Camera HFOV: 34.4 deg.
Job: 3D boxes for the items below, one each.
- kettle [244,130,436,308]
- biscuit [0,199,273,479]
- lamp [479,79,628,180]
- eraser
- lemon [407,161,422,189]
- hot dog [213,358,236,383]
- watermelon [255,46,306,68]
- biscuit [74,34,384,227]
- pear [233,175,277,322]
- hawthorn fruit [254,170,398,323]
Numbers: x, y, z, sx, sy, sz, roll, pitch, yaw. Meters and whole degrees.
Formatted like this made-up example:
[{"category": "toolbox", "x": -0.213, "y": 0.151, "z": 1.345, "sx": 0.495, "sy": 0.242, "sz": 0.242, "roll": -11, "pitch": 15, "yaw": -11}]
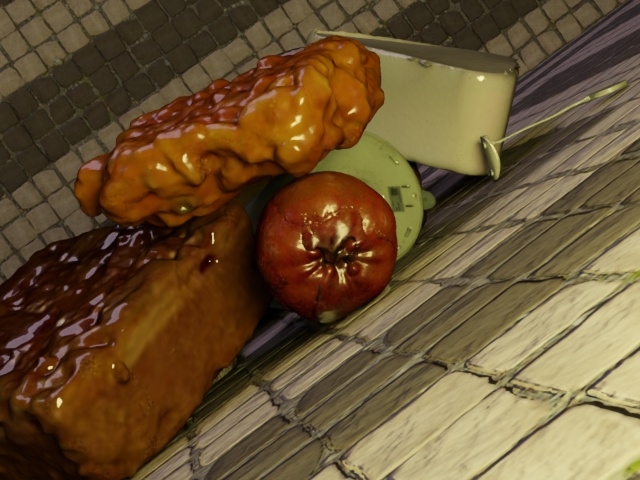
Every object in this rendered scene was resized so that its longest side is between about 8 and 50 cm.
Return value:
[{"category": "kettle", "x": 0.016, "y": -0.011, "z": 1.273, "sx": 0.240, "sy": 0.165, "sz": 0.255, "roll": -3, "pitch": -18, "yaw": -29}, {"category": "biscuit", "x": -0.265, "y": 0.126, "z": 1.156, "sx": 0.395, "sy": 0.166, "sz": 0.343, "roll": -10, "pitch": 34, "yaw": 44}, {"category": "lamp", "x": 0.288, "y": -0.139, "z": 1.259, "sx": 0.198, "sy": 0.056, "sz": 0.050, "roll": -25, "pitch": 2, "yaw": 1}, {"category": "eraser", "x": 0.170, "y": -0.199, "z": 1.475, "sx": 0.331, "sy": 0.150, "sz": 0.331, "roll": 7, "pitch": 16, "yaw": -2}, {"category": "lemon", "x": 0.075, "y": -0.075, "z": 1.510, "sx": 0.142, "sy": 0.142, "sz": 0.187, "roll": -34, "pitch": 6, "yaw": 32}, {"category": "hot dog", "x": -0.163, "y": 0.150, "z": 1.347, "sx": 0.131, "sy": 0.069, "sz": 0.252, "roll": -34, "pitch": 4, "yaw": -3}, {"category": "watermelon", "x": -0.009, "y": -0.162, "z": 1.856, "sx": 0.363, "sy": 0.363, "sz": 0.363, "roll": -36, "pitch": 3, "yaw": 2}, {"category": "biscuit", "x": -0.088, "y": -0.113, "z": 1.089, "sx": 0.312, "sy": 0.111, "sz": 0.318, "roll": -20, "pitch": 17, "yaw": 16}, {"category": "pear", "x": -0.150, "y": 0.047, "z": 1.563, "sx": 0.340, "sy": 0.191, "sz": 0.386, "roll": -29, "pitch": -7, "yaw": 31}, {"category": "hawthorn fruit", "x": 0.000, "y": 0.000, "z": 1.037, "sx": 0.148, "sy": 0.148, "sz": 0.172, "roll": -36, "pitch": 18, "yaw": -4}]
